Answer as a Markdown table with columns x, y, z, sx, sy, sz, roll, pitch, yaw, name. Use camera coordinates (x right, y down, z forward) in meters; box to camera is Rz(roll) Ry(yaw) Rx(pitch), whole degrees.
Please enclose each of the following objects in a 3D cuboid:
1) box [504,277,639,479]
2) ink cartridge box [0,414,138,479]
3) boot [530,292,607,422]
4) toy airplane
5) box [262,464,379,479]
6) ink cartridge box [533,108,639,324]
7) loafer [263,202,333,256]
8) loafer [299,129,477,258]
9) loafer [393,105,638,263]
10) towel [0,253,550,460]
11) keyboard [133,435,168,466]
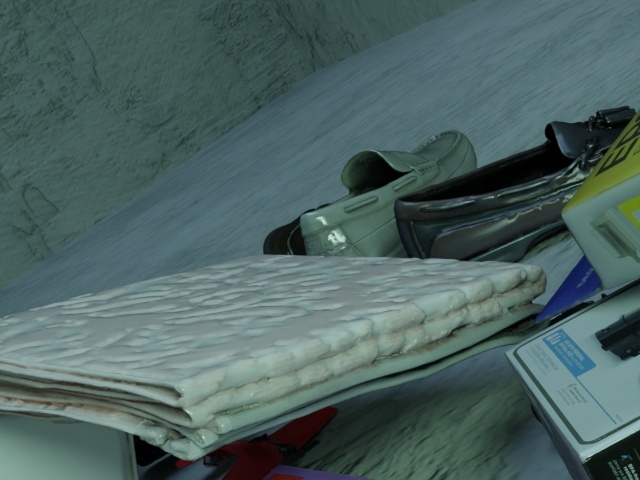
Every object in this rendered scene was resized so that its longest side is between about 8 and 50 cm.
| x | y | z | sx | sy | sz | roll | pitch | yaw | name |
| --- | --- | --- | --- | --- | --- | --- | --- | --- | --- |
| 0.252 | 0.044 | 0.595 | 0.290 | 0.087 | 0.169 | -29 | 11 | 4 | box |
| -0.302 | 0.177 | 0.932 | 0.285 | 0.166 | 0.395 | -7 | 7 | -16 | ink cartridge box |
| 0.165 | 0.076 | 0.768 | 0.121 | 0.045 | 0.099 | -28 | 13 | -18 | boot |
| -0.057 | 0.166 | 0.950 | 0.151 | 0.028 | 0.151 | -27 | 12 | 6 | toy airplane |
| -0.008 | 0.208 | 0.612 | 0.201 | 0.057 | 0.293 | -38 | 15 | -28 | box |
| 0.257 | -0.109 | 0.640 | 0.303 | 0.072 | 0.307 | -48 | 10 | -31 | ink cartridge box |
| 0.000 | 0.000 | 1.346 | 0.078 | 0.080 | 0.220 | -25 | 13 | 22 | loafer |
| 0.080 | -0.057 | 1.315 | 0.112 | 0.111 | 0.319 | -20 | 16 | 36 | loafer |
| 0.209 | -0.061 | 1.084 | 0.302 | 0.095 | 0.109 | -30 | 13 | 1 | loafer |
| -0.064 | 0.062 | 0.788 | 0.317 | 0.053 | 0.332 | 1 | 10 | 44 | towel |
| -0.080 | 0.145 | 1.039 | 0.192 | 0.038 | 0.100 | -32 | -28 | -4 | keyboard |
